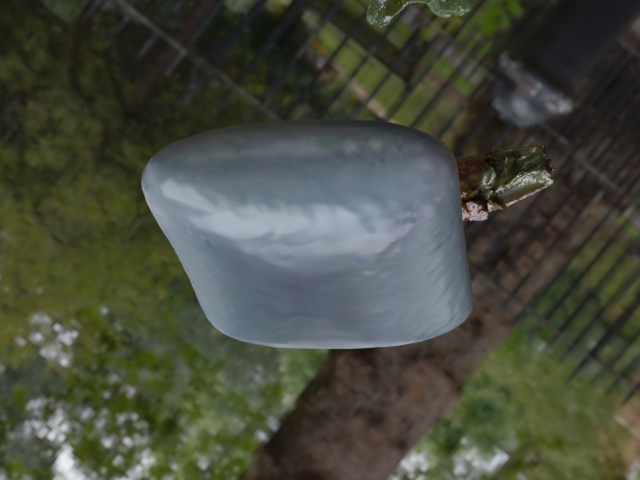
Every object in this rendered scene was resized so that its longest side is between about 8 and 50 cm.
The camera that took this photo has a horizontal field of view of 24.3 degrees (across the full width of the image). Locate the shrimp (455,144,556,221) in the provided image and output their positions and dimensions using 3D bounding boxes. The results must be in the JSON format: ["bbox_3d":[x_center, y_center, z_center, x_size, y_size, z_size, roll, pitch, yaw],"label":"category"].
[{"bbox_3d":[0.062,-0.030,1.046,0.115,0.217,0.051,-25,-74,-63],"label":"shrimp"}]

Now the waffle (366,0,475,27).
[{"bbox_3d":[0.067,-0.194,0.705,0.036,0.183,0.169,-6,-105,-53],"label":"waffle"}]

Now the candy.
[{"bbox_3d":[0.000,0.000,0.698,0.138,0.071,0.174,-2,156,8],"label":"candy"}]
